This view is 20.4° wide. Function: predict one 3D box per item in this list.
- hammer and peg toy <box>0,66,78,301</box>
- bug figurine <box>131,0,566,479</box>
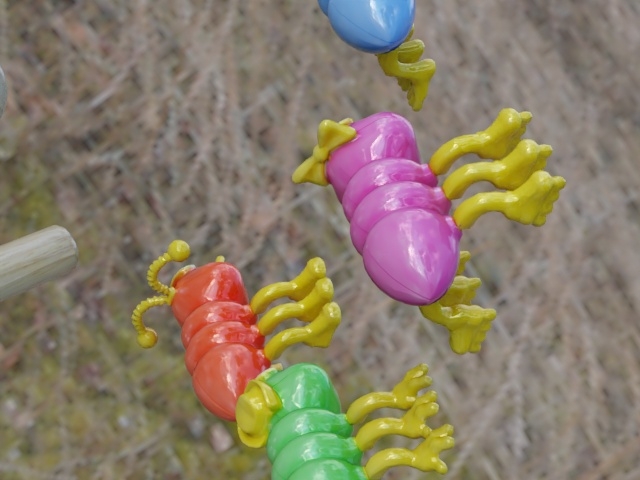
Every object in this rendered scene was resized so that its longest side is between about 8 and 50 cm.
[{"bbox_3d":[-0.238,-0.090,0.675,0.266,0.127,0.361,-13,109,-43],"label":"hammer and peg toy"},{"bbox_3d":[0.000,0.000,0.714,0.072,0.279,0.216,5,35,-24],"label":"bug figurine"}]
